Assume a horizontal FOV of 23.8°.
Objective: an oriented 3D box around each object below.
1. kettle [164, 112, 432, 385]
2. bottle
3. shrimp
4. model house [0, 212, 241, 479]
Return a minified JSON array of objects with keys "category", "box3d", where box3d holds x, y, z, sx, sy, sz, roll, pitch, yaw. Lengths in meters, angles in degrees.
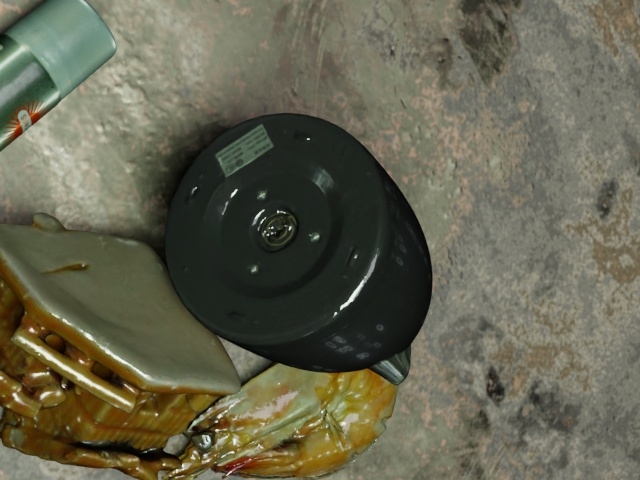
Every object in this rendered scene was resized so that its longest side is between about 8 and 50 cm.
[{"category":"kettle","box3d":[0.000,0.000,1.421,0.207,0.268,0.290,-29,156,13]},{"category":"bottle","box3d":[-0.309,-0.111,1.343,0.286,0.082,0.082,-43,113,-18]},{"category":"shrimp","box3d":[-0.034,0.186,1.540,0.294,0.062,0.154,-21,111,-27]},{"category":"model house","box3d":[-0.226,0.119,1.355,0.199,0.219,0.229,0,137,-41]}]
